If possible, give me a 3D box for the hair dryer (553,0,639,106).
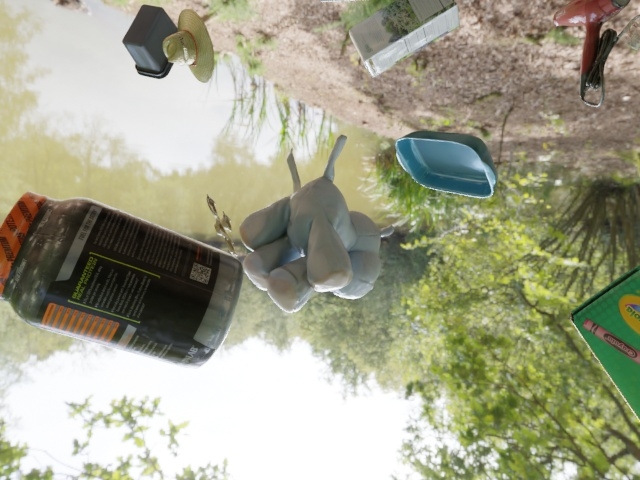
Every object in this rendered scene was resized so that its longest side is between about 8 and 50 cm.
[{"bbox_3d":[0.618,-0.473,1.056,0.080,0.293,0.223,9,138,-18],"label":"hair dryer"}]

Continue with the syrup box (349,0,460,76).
[{"bbox_3d":[0.197,-0.500,1.086,0.237,0.093,0.096,-27,166,16],"label":"syrup box"}]

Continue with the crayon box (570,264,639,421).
[{"bbox_3d":[0.338,0.147,0.330,0.166,0.278,0.081,2,140,-27],"label":"crayon box"}]

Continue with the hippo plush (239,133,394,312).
[{"bbox_3d":[0.000,0.000,0.891,0.235,0.293,0.237,-8,162,31],"label":"hippo plush"}]

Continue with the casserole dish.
[{"bbox_3d":[0.198,-0.125,0.718,0.188,0.037,0.114,21,154,52],"label":"casserole dish"}]

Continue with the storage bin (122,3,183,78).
[{"bbox_3d":[-0.373,-0.443,1.008,0.098,0.135,0.091,17,164,15],"label":"storage bin"}]

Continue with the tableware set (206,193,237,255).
[{"bbox_3d":[-0.272,-0.043,1.284,0.020,0.168,0.141,-24,146,1],"label":"tableware set"}]

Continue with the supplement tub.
[{"bbox_3d":[-0.314,0.063,0.729,0.338,0.206,0.207,25,167,-23],"label":"supplement tub"}]

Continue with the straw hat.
[{"bbox_3d":[-0.263,-0.362,0.870,0.061,0.144,0.145,-29,-167,-30],"label":"straw hat"}]
